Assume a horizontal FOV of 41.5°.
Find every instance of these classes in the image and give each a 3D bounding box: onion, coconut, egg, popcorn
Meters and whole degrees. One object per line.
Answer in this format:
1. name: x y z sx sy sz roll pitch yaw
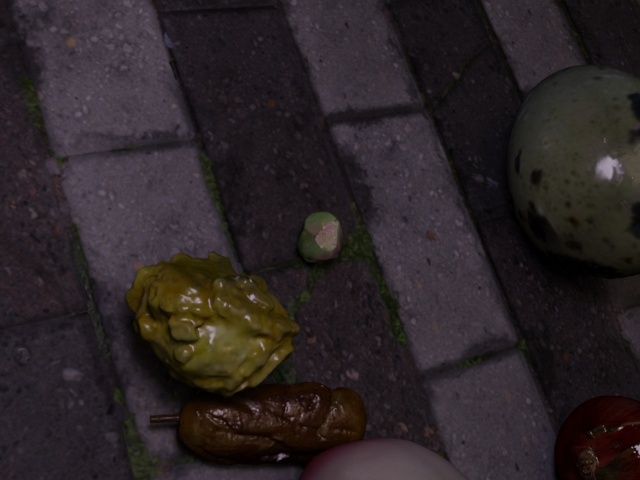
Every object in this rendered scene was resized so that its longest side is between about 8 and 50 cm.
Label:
1. onion: 0.494 0.384 1.426 0.161 0.248 0.248 -8 73 -14
2. coconut: 0.000 0.000 1.426 0.082 0.081 0.083 -31 51 -23
3. egg: 0.523 -0.135 1.587 0.345 0.345 0.428 8 53 -24
4. popcorn: -0.155 0.126 1.232 0.266 0.233 0.192 24 92 -54

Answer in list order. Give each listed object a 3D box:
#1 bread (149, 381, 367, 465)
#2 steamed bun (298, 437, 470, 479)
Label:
1. bread: -0.084 0.271 1.268 0.344 0.084 0.124 5 67 -24
2. steamed bun: 0.078 0.409 1.198 0.309 0.309 0.309 10 66 -23
